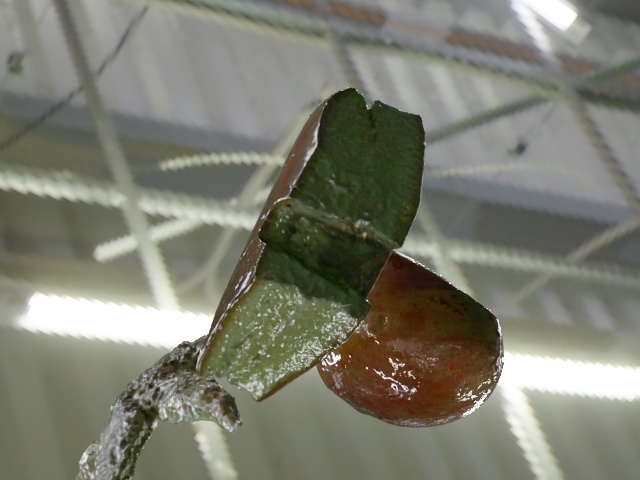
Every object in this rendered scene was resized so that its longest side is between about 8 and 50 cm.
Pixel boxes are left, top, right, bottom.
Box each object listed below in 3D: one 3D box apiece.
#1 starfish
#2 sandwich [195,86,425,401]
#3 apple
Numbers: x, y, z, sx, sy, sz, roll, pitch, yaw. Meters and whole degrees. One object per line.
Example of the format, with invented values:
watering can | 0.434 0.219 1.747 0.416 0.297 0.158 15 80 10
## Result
starfish | -0.126 0.144 1.600 0.347 0.358 0.078 -41 -85 -27
sandwich | 0.000 0.000 1.250 0.090 0.244 0.088 30 172 -17
apple | 0.087 0.096 1.689 0.173 0.160 0.195 16 179 -3
